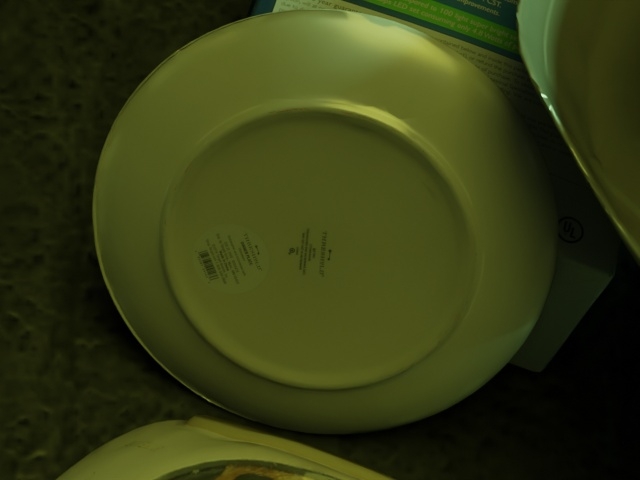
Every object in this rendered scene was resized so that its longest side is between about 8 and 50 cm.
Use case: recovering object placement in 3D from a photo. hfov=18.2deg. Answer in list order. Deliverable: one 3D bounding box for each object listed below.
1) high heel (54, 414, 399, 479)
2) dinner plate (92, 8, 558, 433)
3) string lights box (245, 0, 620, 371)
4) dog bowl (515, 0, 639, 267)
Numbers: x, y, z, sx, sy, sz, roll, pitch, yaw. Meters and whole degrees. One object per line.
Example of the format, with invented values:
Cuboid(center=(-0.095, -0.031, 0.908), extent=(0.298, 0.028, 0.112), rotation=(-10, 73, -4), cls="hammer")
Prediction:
Cuboid(center=(-0.055, 0.138, 0.553), extent=(0.261, 0.093, 0.186), rotation=(20, 84, -19), cls="high heel")
Cuboid(center=(0.000, 0.000, 0.594), extent=(0.141, 0.141, 0.017), rotation=(20, 26, -2), cls="dinner plate")
Cuboid(center=(0.053, -0.099, 0.691), extent=(0.133, 0.077, 0.260), rotation=(20, 59, -3), cls="string lights box")
Cuboid(center=(0.233, -0.060, 0.538), extent=(0.348, 0.102, 0.349), rotation=(-14, 34, 10), cls="dog bowl")
